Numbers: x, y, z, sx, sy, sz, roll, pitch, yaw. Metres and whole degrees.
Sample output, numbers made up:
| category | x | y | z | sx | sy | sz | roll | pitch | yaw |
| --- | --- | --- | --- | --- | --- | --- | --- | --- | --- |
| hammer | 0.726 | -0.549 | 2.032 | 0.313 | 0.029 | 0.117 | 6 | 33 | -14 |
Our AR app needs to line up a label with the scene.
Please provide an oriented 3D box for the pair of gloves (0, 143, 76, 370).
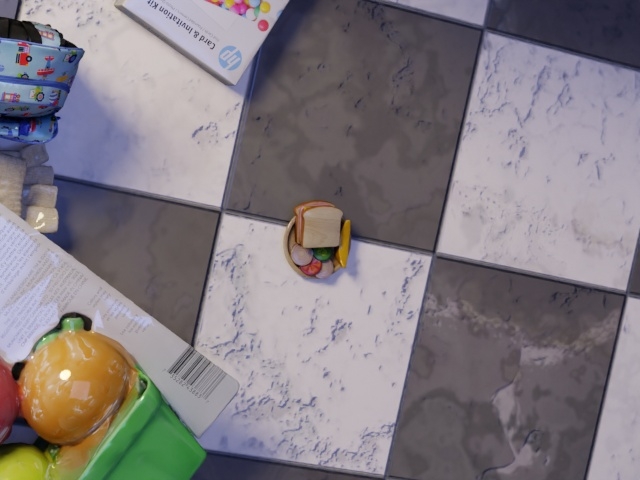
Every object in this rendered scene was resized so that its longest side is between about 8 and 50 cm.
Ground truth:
| category | x | y | z | sx | sy | sz | roll | pitch | yaw |
| --- | --- | --- | --- | --- | --- | --- | --- | --- | --- |
| pair of gloves | -0.343 | 0.028 | 1.786 | 0.204 | 0.042 | 0.240 | -11 | 107 | -27 |

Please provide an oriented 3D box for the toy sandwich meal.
| category | x | y | z | sx | sy | sz | roll | pitch | yaw |
| --- | --- | --- | --- | --- | --- | --- | --- | --- | --- |
| toy sandwich meal | 0.000 | 0.000 | 1.930 | 0.085 | 0.029 | 0.086 | -3 | 97 | -22 |

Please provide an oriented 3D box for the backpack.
| category | x | y | z | sx | sy | sz | roll | pitch | yaw |
| --- | --- | --- | --- | --- | --- | --- | --- | --- | --- |
| backpack | -0.301 | -0.154 | 1.712 | 0.158 | 0.173 | 0.117 | 8 | 93 | -24 |

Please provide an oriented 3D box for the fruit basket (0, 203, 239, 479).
| category | x | y | z | sx | sy | sz | roll | pitch | yaw |
| --- | --- | --- | --- | --- | --- | --- | --- | --- | --- |
| fruit basket | -0.303 | 0.169 | 1.760 | 0.353 | 0.165 | 0.327 | 38 | 86 | -18 |

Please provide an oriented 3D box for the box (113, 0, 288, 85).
| category | x | y | z | sx | sy | sz | roll | pitch | yaw |
| --- | --- | --- | --- | --- | --- | --- | --- | --- | --- |
| box | -0.098 | -0.273 | 1.854 | 0.145 | 0.038 | 0.186 | 35 | 84 | -22 |
